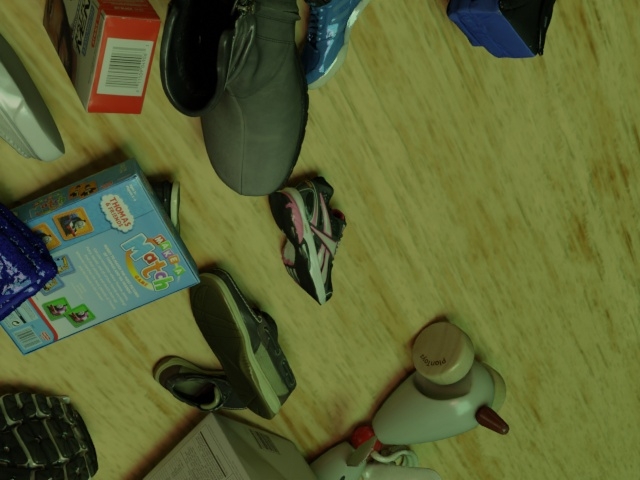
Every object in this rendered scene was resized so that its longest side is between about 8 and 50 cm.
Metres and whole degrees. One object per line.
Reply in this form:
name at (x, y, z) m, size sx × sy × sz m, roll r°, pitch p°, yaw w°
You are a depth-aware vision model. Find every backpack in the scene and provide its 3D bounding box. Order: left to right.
backpack at (0.195, -0.269, 1.224) m, size 0.098 × 0.101 × 0.120 m, roll 41°, pitch 67°, yaw -47°

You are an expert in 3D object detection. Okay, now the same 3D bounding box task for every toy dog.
toy dog at (0.135, 0.277, 1.574) m, size 0.220 × 0.161 × 0.334 m, roll 16°, pitch 116°, yaw -37°

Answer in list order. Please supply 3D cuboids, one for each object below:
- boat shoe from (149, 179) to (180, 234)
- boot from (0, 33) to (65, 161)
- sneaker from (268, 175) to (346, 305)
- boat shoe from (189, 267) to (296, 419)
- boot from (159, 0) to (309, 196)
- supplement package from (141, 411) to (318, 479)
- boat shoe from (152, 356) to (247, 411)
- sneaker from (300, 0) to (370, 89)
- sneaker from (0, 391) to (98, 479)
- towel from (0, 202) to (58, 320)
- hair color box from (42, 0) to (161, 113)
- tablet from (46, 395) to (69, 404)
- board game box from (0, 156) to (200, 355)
boat shoe at (-0.174, -0.011, 1.260) m, size 0.042 × 0.049 × 0.133 m, roll 2°, pitch 133°, yaw -2°
boot at (-0.346, -0.150, 1.033) m, size 0.123 × 0.095 × 0.258 m, roll -30°, pitch 126°, yaw 3°
sneaker at (0.000, 0.000, 1.349) m, size 0.077 × 0.072 × 0.178 m, roll -31°, pitch 140°, yaw -18°
boat shoe at (-0.088, 0.116, 1.390) m, size 0.073 × 0.080 × 0.224 m, roll -44°, pitch 128°, yaw -33°
boot at (-0.089, -0.158, 1.058) m, size 0.118 × 0.223 × 0.338 m, roll 9°, pitch 121°, yaw 11°
supplement package at (-0.131, 0.396, 1.480) m, size 0.263 × 0.198 × 0.199 m, roll -45°, pitch 142°, yaw 10°
boat shoe at (-0.140, 0.190, 1.430) m, size 0.152 × 0.049 × 0.056 m, roll 21°, pitch 112°, yaw -39°
sneaker at (-0.002, -0.231, 1.167) m, size 0.084 × 0.058 × 0.152 m, roll 17°, pitch 111°, yaw -43°
sneaker at (-0.405, 0.264, 1.290) m, size 0.330 × 0.130 × 0.147 m, roll -6°, pitch 156°, yaw -42°
towel at (-0.435, 0.054, 1.103) m, size 0.308 × 0.076 × 0.228 m, roll -39°, pitch 119°, yaw 6°
hair color box at (-0.197, -0.192, 1.016) m, size 0.053 × 0.167 × 0.093 m, roll 0°, pitch 124°, yaw -28°
tablet at (-0.342, 0.206, 1.361) m, size 0.083 × 0.006 × 0.054 m, roll 4°, pitch 123°, yaw -32°
board game box at (-0.255, 0.021, 1.207) m, size 0.211 × 0.039 × 0.160 m, roll -22°, pitch 129°, yaw 4°
